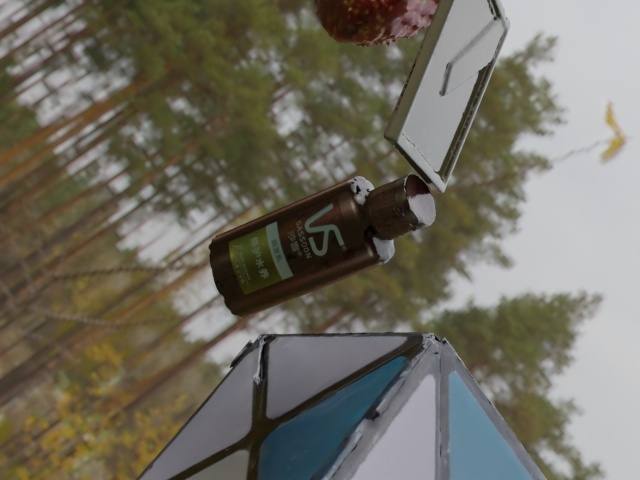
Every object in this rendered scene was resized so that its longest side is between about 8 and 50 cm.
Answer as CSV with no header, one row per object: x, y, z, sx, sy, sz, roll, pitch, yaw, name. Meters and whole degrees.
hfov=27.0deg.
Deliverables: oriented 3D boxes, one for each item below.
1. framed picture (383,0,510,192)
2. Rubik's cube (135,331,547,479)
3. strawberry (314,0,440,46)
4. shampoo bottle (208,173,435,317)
0.161,-0.200,1.615,0.022,0.247,0.335,21,-2,15,framed picture
0.019,0.281,1.274,0.307,0.310,0.305,-8,-57,55,Rubik's cube
0.140,-0.455,2.121,0.292,0.343,0.292,11,-35,8,strawberry
0.000,0.000,1.792,0.084,0.323,0.129,-4,75,-58,shampoo bottle
